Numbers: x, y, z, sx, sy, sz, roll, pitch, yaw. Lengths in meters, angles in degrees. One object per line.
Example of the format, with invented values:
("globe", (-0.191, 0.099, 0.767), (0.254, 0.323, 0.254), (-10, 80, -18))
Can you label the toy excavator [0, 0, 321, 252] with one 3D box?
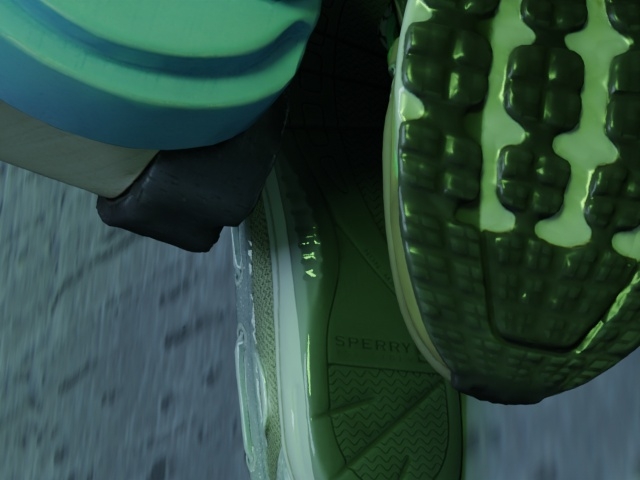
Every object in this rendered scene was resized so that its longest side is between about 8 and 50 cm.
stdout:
("toy excavator", (-0.032, -0.271, 0.824), (0.445, 0.222, 0.433), (-41, 35, 48))

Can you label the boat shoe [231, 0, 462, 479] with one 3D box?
("boat shoe", (0.002, 0.002, 0.977), (0.103, 0.118, 0.320), (-34, 54, 50))

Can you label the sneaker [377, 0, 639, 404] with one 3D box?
("sneaker", (0.086, -0.101, 0.849), (0.182, 0.158, 0.410), (124, 157, -57))
